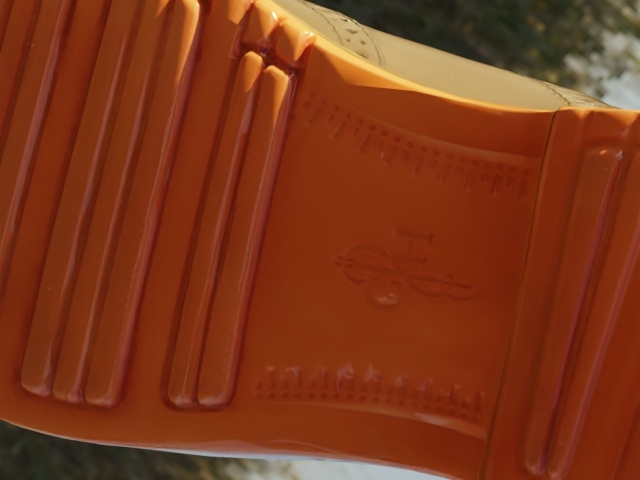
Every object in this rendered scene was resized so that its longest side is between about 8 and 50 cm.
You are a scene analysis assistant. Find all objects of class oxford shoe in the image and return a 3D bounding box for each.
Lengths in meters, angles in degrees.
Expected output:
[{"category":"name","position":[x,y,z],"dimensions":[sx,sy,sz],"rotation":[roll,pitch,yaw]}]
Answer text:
[{"category":"oxford shoe","position":[0.000,0.000,0.529],"dimensions":[0.132,0.363,0.130],"rotation":[7,102,-71]}]
